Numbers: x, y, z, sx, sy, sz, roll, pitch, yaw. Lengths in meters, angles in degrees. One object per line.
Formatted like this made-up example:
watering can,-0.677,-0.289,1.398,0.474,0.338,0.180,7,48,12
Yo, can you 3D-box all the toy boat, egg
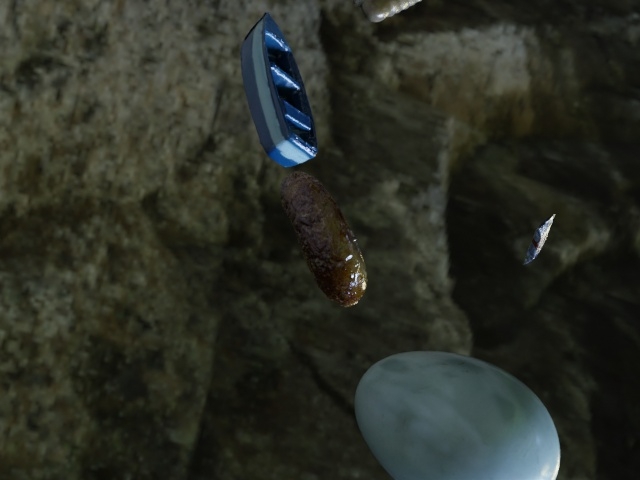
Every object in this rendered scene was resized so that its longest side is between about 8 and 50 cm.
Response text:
toy boat,-0.073,-0.240,1.853,0.096,0.061,0.299,31,-145,-43
egg,0.158,0.226,1.431,0.264,0.183,0.183,25,-164,27

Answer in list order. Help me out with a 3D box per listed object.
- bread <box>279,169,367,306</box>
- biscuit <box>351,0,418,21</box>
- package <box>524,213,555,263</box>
bread,0.000,0.000,1.561,0.064,0.193,0.193,-27,-155,-8
biscuit,0.030,-0.465,1.760,0.325,0.044,0.217,48,-137,5
package,0.340,0.000,1.874,0.037,0.110,0.015,-35,-116,-28
